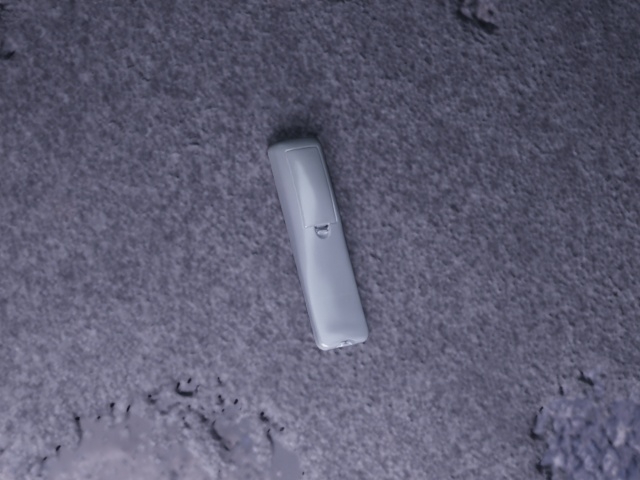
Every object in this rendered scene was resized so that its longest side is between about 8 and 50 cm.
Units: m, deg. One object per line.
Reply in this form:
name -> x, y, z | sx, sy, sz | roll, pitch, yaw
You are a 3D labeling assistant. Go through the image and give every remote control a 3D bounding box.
remote control -> 0.000, 0.000, 1.641 | 0.050, 0.027, 0.184 | -10, 81, -24
